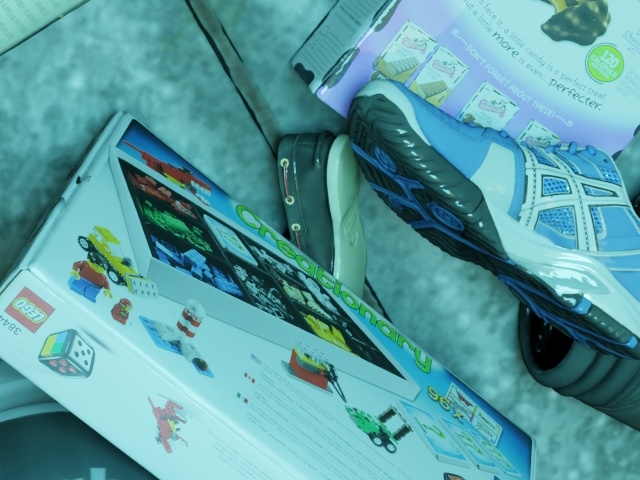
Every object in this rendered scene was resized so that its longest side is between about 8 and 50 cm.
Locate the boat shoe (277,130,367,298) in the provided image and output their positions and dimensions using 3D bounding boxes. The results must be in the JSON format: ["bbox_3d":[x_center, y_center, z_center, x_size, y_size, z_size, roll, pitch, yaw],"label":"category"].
[{"bbox_3d":[0.001,-0.001,1.022,0.042,0.049,0.133,6,121,19],"label":"boat shoe"}]

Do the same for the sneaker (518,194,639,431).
[{"bbox_3d":[0.212,-0.018,1.032,0.146,0.104,0.296,13,110,-24],"label":"sneaker"}]

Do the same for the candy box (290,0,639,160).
[{"bbox_3d":[0.110,-0.118,0.991,0.165,0.070,0.196,36,98,-22],"label":"candy box"}]

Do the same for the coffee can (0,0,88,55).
[{"bbox_3d":[-0.108,-0.225,0.825,0.275,0.201,0.201,-32,114,-2],"label":"coffee can"}]

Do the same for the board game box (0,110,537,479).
[{"bbox_3d":[-0.018,0.078,0.926,0.305,0.193,0.053,39,115,-10],"label":"board game box"}]

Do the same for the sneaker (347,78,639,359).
[{"bbox_3d":[0.103,-0.024,0.953,0.211,0.080,0.081,36,78,-20],"label":"sneaker"}]

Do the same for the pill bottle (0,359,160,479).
[{"bbox_3d":[-0.123,0.205,0.886,0.210,0.363,0.210,-5,111,-13],"label":"pill bottle"}]
